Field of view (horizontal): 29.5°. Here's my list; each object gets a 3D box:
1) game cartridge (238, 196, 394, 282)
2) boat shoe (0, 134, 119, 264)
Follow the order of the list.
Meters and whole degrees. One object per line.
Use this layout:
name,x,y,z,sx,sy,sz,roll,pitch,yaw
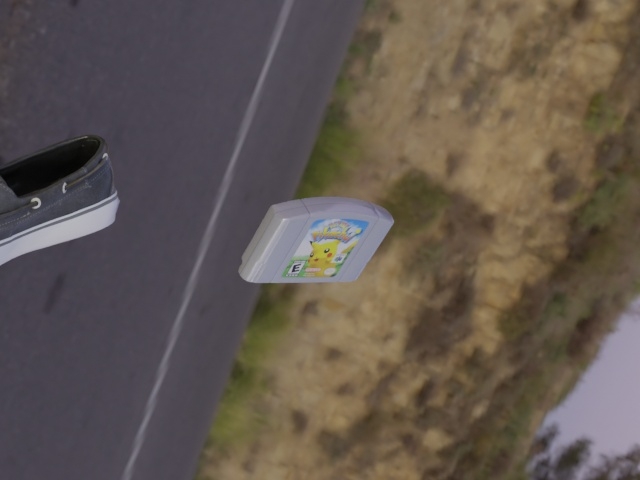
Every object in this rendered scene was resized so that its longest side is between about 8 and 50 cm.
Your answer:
game cartridge,0.000,0.000,0.672,0.083,0.017,0.056,0,130,-39
boat shoe,-0.147,-0.014,0.528,0.142,0.049,0.040,-25,125,-48
